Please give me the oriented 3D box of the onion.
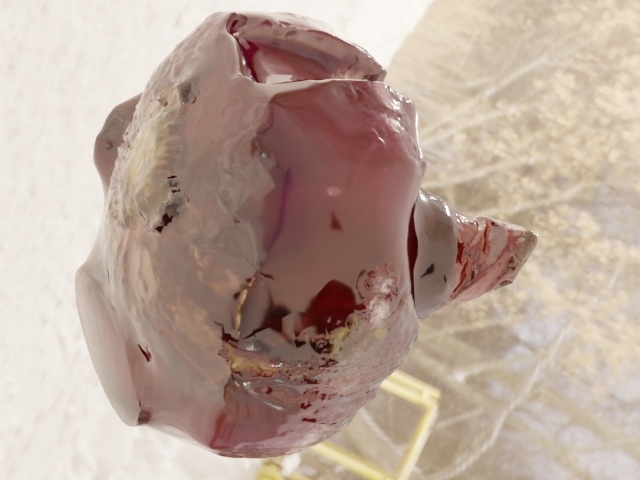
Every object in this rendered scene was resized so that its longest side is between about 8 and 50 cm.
[{"bbox_3d":[0.000,0.000,1.059,0.398,0.420,0.398,-14,-106,57],"label":"onion"}]
